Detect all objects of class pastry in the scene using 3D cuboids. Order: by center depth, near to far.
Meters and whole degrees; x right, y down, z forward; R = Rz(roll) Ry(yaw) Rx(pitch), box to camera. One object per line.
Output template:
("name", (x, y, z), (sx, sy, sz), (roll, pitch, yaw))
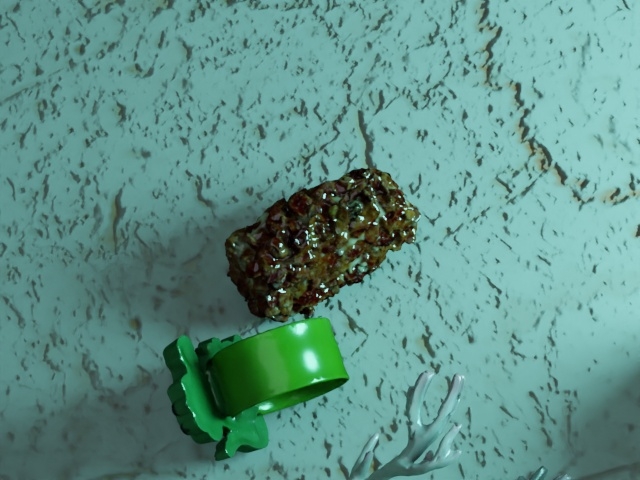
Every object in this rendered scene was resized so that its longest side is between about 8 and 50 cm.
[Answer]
("pastry", (-0.001, -0.001, 1.989), (0.208, 0.115, 0.097), (-33, 54, 0))

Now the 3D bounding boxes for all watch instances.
("watch", (-0.055, 0.141, 1.911), (0.152, 0.165, 0.131), (-22, 77, 23))

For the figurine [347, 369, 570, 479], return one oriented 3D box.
("figurine", (0.127, 0.322, 1.767), (0.284, 0.206, 0.316), (-45, 44, 5))
